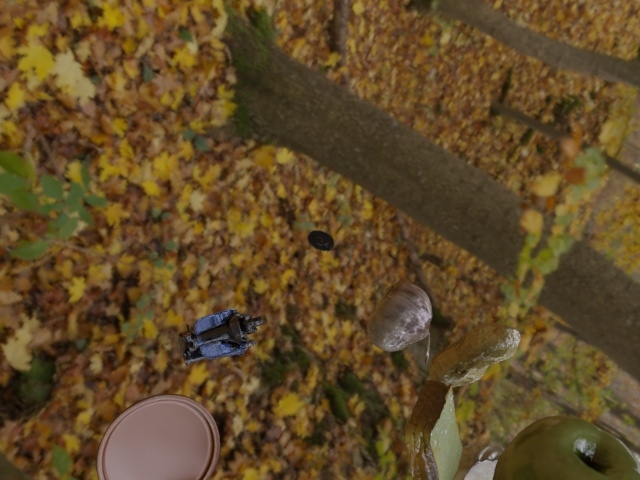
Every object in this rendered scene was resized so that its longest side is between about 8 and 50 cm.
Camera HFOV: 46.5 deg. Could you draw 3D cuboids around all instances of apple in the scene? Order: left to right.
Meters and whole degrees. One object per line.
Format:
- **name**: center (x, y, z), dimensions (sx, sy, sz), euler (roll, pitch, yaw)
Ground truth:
- **apple**: center (0.557, 0.588, 1.687), dimensions (0.357, 0.357, 0.357), euler (-54, 167, -19)

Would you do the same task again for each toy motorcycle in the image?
- **toy motorcycle**: center (-0.266, 0.253, 1.922), dimensions (0.212, 0.125, 0.358), euler (-16, 171, -17)

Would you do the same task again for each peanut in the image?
- **peanut**: center (0.404, 0.302, 1.935), dimensions (0.274, 0.125, 0.111), euler (-38, -151, 33)

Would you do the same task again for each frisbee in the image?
- **frisbee**: center (-0.321, 0.425, 1.488), dimensions (0.251, 0.250, 0.021), euler (-57, -152, -9)

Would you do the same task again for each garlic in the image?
- **garlic**: center (0.238, 0.240, 2.191), dimensions (0.207, 0.207, 0.257), euler (-54, 135, -22)

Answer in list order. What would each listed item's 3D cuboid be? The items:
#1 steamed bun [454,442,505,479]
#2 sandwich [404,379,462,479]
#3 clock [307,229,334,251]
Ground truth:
- **steamed bun**: center (0.432, 0.617, 2.008), dimensions (0.183, 0.182, 0.106), euler (-62, -161, 13)
- **sandwich**: center (0.248, 0.439, 1.610), dimensions (0.186, 0.065, 0.215), euler (-53, 136, -47)
- **clock**: center (0.000, 0.000, 2.103), dimensions (0.010, 0.083, 0.074), euler (124, -36, -47)
